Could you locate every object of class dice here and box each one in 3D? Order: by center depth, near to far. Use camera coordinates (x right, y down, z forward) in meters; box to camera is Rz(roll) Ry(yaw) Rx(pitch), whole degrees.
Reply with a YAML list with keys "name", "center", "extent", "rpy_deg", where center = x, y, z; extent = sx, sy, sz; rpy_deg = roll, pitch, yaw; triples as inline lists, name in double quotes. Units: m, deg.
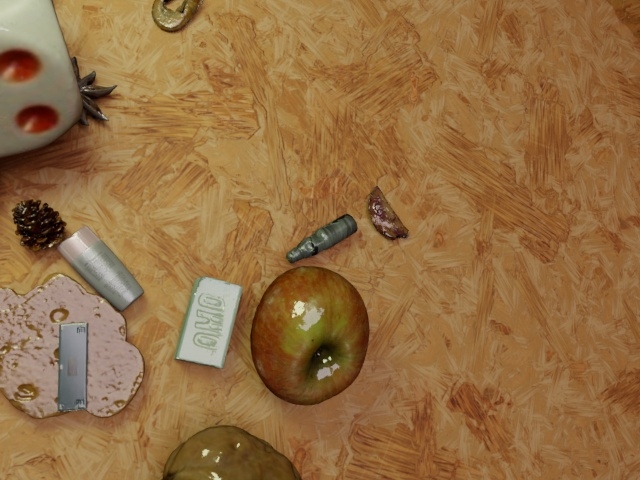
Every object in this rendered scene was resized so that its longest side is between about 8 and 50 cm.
- name: "dice"
  center: [-0.639, -0.351, 0.992]
  extent: [0.304, 0.277, 0.304]
  rpy_deg: [-17, 55, -21]

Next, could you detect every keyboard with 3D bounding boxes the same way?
- name: "keyboard"
  center: [-0.510, 0.260, 1.096]
  extent: [0.055, 0.014, 0.176]
  rpy_deg: [0, 83, -20]

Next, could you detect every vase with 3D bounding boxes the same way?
- name: "vase"
  center: [0.000, 0.000, 1.391]
  extent: [0.211, 0.060, 0.060]
  rpy_deg: [-30, 92, -23]

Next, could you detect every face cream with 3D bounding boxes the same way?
- name: "face cream"
  center: [-0.483, 0.065, 1.178]
  extent: [0.084, 0.057, 0.198]
  rpy_deg: [-43, 96, -25]

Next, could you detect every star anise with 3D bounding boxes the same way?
- name: "star anise"
  center: [-0.568, -0.328, 1.215]
  extent: [0.182, 0.065, 0.195]
  rpy_deg: [21, 61, -20]

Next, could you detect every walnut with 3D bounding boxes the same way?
- name: "walnut"
  center: [-0.177, 0.561, 1.087]
  extent: [0.344, 0.306, 0.306]
  rpy_deg: [38, 68, -19]

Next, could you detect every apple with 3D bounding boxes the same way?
- name: "apple"
  center: [-0.032, 0.213, 1.249]
  extent: [0.277, 0.250, 0.309]
  rpy_deg: [31, 90, -30]

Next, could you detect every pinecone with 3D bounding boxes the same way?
- name: "pinecone"
  center: [-0.602, -0.035, 1.125]
  extent: [0.102, 0.102, 0.109]
  rpy_deg: [-48, 129, -23]

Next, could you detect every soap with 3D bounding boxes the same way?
- name: "soap"
  center: [-0.260, 0.191, 1.241]
  extent: [0.114, 0.063, 0.199]
  rpy_deg: [16, 74, -18]

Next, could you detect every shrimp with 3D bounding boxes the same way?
- name: "shrimp"
  center: [-0.368, -0.607, 1.373]
  extent: [0.095, 0.045, 0.162]
  rpy_deg: [33, 73, 8]

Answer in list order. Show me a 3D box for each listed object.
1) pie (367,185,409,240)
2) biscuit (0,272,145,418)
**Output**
- name: "pie"
  center: [0.184, -0.063, 1.493]
  extent: [0.092, 0.034, 0.170]
  rpy_deg: [-43, 98, -28]
- name: "biscuit"
  center: [-0.551, 0.228, 1.119]
  extent: [0.376, 0.051, 0.269]
  rpy_deg: [39, 70, -12]
